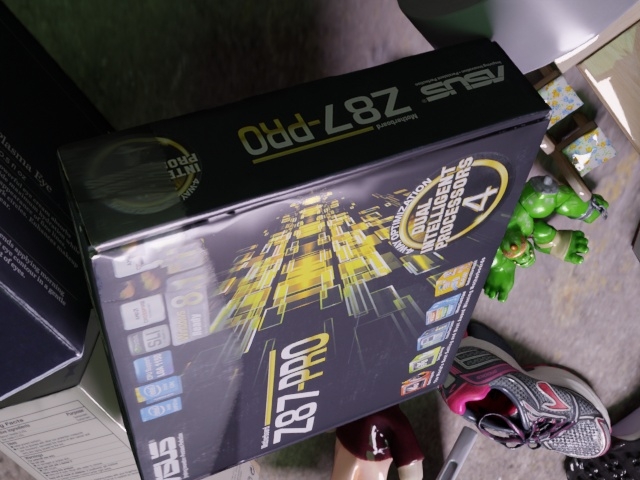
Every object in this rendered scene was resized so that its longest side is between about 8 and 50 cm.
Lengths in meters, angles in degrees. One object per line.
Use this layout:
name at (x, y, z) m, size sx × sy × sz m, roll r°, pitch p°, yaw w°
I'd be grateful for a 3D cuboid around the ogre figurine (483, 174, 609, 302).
ogre figurine at (0.207, -0.002, 0.893) m, size 0.197 × 0.097 × 0.118 m, roll -21°, pitch 145°, yaw 28°

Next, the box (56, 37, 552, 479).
box at (-0.017, 0.045, 0.668) m, size 0.318 × 0.097 × 0.395 m, roll -15°, pitch 146°, yaw -18°

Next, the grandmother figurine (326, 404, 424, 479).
grandmother figurine at (0.053, 0.247, 0.999) m, size 0.104 × 0.208 × 0.342 m, roll -7°, pitch 110°, yaw -42°

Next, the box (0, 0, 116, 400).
box at (-0.340, -0.078, 0.643) m, size 0.179 × 0.312 × 0.343 m, roll -28°, pitch 123°, yaw 15°

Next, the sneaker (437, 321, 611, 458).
sneaker at (0.253, 0.218, 1.041) m, size 0.299 × 0.112 × 0.121 m, roll 27°, pitch 118°, yaw -24°

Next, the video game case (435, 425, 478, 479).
video game case at (0.134, 0.358, 1.061) m, size 0.023 × 0.193 × 0.212 m, roll 28°, pitch 149°, yaw 15°

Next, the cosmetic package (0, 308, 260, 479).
cosmetic package at (-0.215, 0.226, 0.910) m, size 0.160 × 0.113 × 0.309 m, roll -17°, pitch 127°, yaw 21°

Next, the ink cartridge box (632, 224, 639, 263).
ink cartridge box at (0.456, -0.019, 0.911) m, size 0.175 × 0.072 × 0.127 m, roll 0°, pitch 125°, yaw -6°

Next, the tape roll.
tape roll at (0.166, -0.229, 0.639) m, size 0.219 × 0.219 × 0.072 m, roll -36°, pitch 121°, yaw 19°

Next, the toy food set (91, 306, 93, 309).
toy food set at (-0.187, 0.158, 0.966) m, size 0.220 × 0.092 × 0.306 m, roll -22°, pitch 125°, yaw 10°

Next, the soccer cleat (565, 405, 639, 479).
soccer cleat at (0.459, 0.263, 1.106) m, size 0.116 × 0.108 × 0.318 m, roll -14°, pitch 147°, yaw -41°

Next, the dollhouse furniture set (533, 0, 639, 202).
dollhouse furniture set at (0.276, -0.160, 0.736) m, size 0.212 × 0.161 × 0.242 m, roll -36°, pitch 121°, yaw 19°
